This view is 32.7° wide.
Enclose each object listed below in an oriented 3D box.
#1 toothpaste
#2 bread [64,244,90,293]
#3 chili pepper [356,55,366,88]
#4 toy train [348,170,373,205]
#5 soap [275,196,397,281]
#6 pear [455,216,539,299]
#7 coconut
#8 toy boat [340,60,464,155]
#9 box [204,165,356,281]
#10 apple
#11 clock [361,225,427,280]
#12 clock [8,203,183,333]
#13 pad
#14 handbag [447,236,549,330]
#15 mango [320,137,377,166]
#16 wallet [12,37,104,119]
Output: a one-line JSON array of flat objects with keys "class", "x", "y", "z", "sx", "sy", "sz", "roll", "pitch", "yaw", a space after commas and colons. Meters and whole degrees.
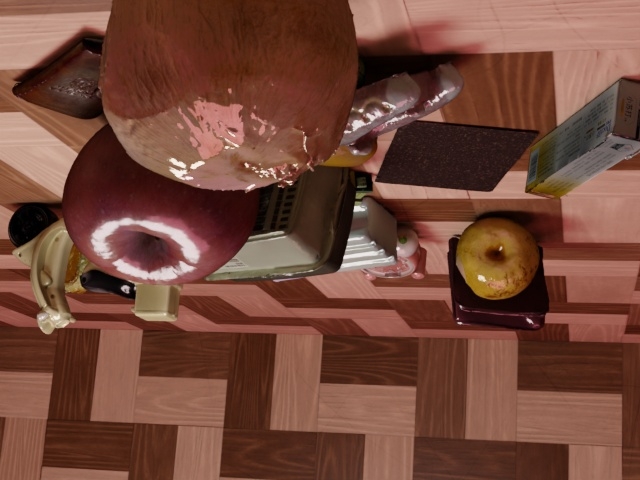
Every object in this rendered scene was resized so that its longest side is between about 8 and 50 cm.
[{"class": "toothpaste", "x": 0.388, "y": -0.141, "z": 1.597, "sx": 0.071, "sy": 0.089, "sz": 0.313, "roll": 13, "pitch": 166, "yaw": -8}, {"class": "bread", "x": -0.576, "y": 0.061, "z": 2.584, "sx": 0.069, "sy": 0.128, "sz": 0.140, "roll": 21, "pitch": 157, "yaw": -38}, {"class": "chili pepper", "x": -0.049, "y": -0.214, "z": 1.462, "sx": 0.224, "sy": 0.061, "sz": 0.098, "roll": -4, "pitch": 178, "yaw": 19}, {"class": "toy train", "x": 0.046, "y": -0.091, "z": 1.970, "sx": 0.081, "sy": 0.050, "sz": 0.122, "roll": 3, "pitch": 166, "yaw": -15}, {"class": "soap", "x": 0.000, "y": 0.000, "z": 2.190, "sx": 0.289, "sy": 0.095, "sz": 0.173, "roll": -9, "pitch": 157, "yaw": 25}, {"class": "pear", "x": 0.349, "y": 0.037, "z": 2.167, "sx": 0.178, "sy": 0.178, "sz": 0.178, "roll": 3, "pitch": 166, "yaw": 1}, {"class": "coconut", "x": -0.100, "y": -0.184, "z": 1.199, "sx": 0.297, "sy": 0.254, "sz": 0.297, "roll": 3, "pitch": 168, "yaw": 1}, {"class": "toy boat", "x": 0.087, "y": -0.168, "z": 1.461, "sx": 0.155, "sy": 0.085, "sz": 0.227, "roll": -21, "pitch": -175, "yaw": -38}, {"class": "box", "x": -0.086, "y": -0.042, "z": 1.860, "sx": 0.290, "sy": 0.220, "sz": 0.166, "roll": -6, "pitch": 151, "yaw": 36}, {"class": "apple", "x": -0.245, "y": -0.073, "z": 1.693, "sx": 0.305, "sy": 0.235, "sz": 0.306, "roll": 4, "pitch": 143, "yaw": 3}, {"class": "clock", "x": 0.139, "y": 0.015, "z": 2.316, "sx": 0.166, "sy": 0.093, "sz": 0.162, "roll": -2, "pitch": 156, "yaw": 21}, {"class": "clock", "x": -0.467, "y": 0.051, "z": 2.236, "sx": 0.379, "sy": 0.276, "sz": 0.120, "roll": -4, "pitch": 163, "yaw": 15}, {"class": "pad", "x": 0.217, "y": -0.136, "z": 1.828, "sx": 0.220, "sy": 0.004, "sz": 0.330, "roll": 5, "pitch": 166, "yaw": -4}, {"class": "handbag", "x": 0.369, "y": 0.088, "z": 2.288, "sx": 0.203, "sy": 0.216, "sz": 0.074, "roll": 4, "pitch": 137, "yaw": -4}, {"class": "mango", "x": -0.010, "y": -0.163, "z": 1.620, "sx": 0.194, "sy": 0.092, "sz": 0.130, "roll": 13, "pitch": 175, "yaw": 5}, {"class": "wallet", "x": -0.326, "y": -0.227, "z": 1.546, "sx": 0.137, "sy": 0.031, "sz": 0.255, "roll": 13, "pitch": 163, "yaw": -34}]
